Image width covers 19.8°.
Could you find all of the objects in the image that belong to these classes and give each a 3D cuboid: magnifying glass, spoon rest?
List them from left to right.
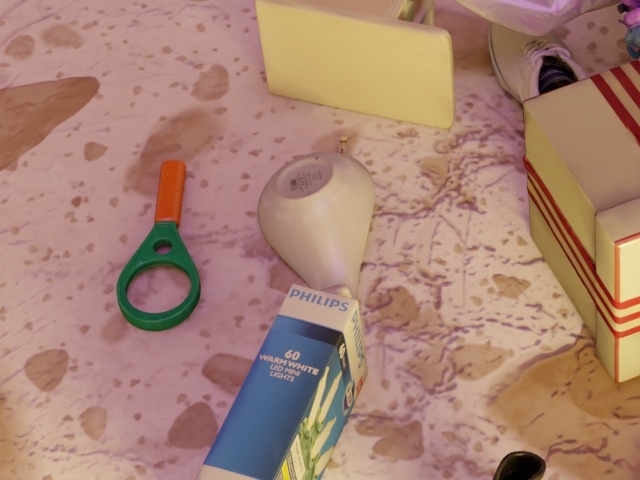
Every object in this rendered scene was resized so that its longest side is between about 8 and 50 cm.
[{"bbox_3d":[-0.174,0.004,2.041,0.092,0.026,0.231,-2,53,6],"label":"magnifying glass"},{"bbox_3d":[0.000,0.000,1.992,0.137,0.084,0.276,-18,38,8],"label":"spoon rest"}]

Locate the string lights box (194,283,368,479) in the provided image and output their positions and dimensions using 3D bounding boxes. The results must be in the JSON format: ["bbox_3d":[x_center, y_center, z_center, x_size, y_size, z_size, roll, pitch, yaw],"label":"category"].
[{"bbox_3d":[-0.037,0.186,1.801,0.077,0.133,0.259,14,54,18],"label":"string lights box"}]

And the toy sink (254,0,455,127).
[{"bbox_3d":[0.060,-0.246,2.133,0.234,0.152,0.131,12,53,17],"label":"toy sink"}]

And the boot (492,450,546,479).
[{"bbox_3d":[0.144,0.319,1.652,0.083,0.161,0.246,12,53,17],"label":"boot"}]

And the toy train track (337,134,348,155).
[{"bbox_3d":[0.022,-0.091,2.099,0.048,0.014,0.083,2,51,8],"label":"toy train track"}]

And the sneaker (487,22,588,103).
[{"bbox_3d":[0.265,-0.190,2.099,0.094,0.091,0.258,-20,51,-9],"label":"sneaker"}]

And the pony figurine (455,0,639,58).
[{"bbox_3d":[0.349,-0.338,2.069,0.351,0.302,0.363,40,28,12],"label":"pony figurine"}]

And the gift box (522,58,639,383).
[{"bbox_3d":[0.375,-0.036,1.858,0.276,0.255,0.258,-22,50,-4],"label":"gift box"}]
